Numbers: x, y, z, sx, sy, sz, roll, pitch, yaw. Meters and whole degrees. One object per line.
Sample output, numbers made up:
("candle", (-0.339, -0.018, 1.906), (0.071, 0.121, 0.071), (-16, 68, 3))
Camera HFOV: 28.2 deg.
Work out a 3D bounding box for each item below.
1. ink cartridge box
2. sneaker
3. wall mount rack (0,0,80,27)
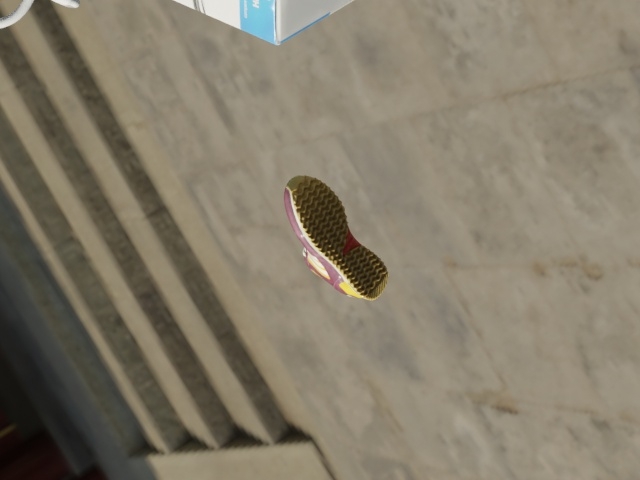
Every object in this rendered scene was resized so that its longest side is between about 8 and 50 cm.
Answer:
("ink cartridge box", (-0.068, -0.269, 1.185), (0.190, 0.139, 0.082), (28, 136, 28))
("sneaker", (0.000, 0.000, 1.495), (0.084, 0.069, 0.185), (4, 136, 51))
("wall mount rack", (-0.392, -0.439, 1.521), (0.304, 0.350, 0.130), (23, -177, -19))
